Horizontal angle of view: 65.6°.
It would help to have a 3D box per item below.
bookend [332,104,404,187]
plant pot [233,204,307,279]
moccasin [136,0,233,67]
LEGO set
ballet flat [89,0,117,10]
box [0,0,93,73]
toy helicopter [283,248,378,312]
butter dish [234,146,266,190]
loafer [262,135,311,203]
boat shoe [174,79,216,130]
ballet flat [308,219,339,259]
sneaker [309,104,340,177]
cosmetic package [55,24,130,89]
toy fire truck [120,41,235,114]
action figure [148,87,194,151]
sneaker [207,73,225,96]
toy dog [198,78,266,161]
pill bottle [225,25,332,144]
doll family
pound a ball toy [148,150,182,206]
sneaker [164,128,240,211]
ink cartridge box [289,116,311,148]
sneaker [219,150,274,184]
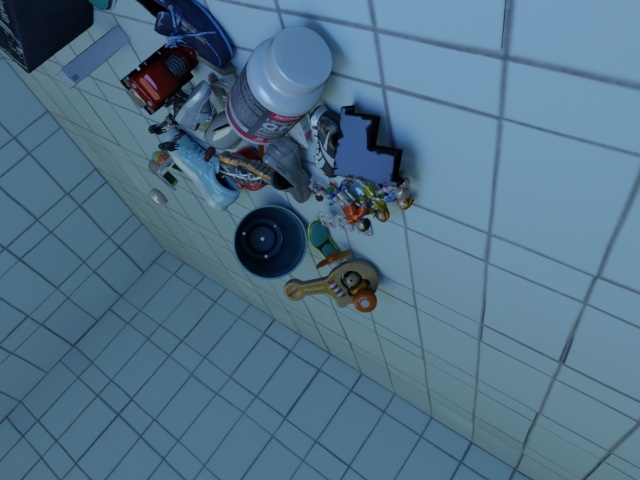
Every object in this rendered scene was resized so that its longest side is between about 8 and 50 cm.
[{"bbox_3d":[0.119,-0.215,1.126,0.156,0.072,0.157,14,111,19],"label":"bookend"},{"bbox_3d":[-0.210,0.002,1.914,0.272,0.271,0.255,44,172,-12],"label":"plant pot"},{"bbox_3d":[-0.376,-0.553,1.241,0.342,0.116,0.138,42,158,-8],"label":"moccasin"},{"bbox_3d":[0.065,-0.116,1.537,0.183,0.060,0.244,13,150,25],"label":"LEGO set"},{"bbox_3d":[-0.550,-0.730,1.162,0.139,0.139,0.400,34,162,14],"label":"ballet flat"},{"bbox_3d":[-0.910,-0.809,1.361,0.472,0.297,0.480,42,158,-14],"label":"box"},{"bbox_3d":[0.032,0.145,1.801,0.355,0.140,0.234,-10,116,13],"label":"toy helicopter"},{"bbox_3d":[-0.244,-0.222,1.688,0.160,0.118,0.160,49,156,-22],"label":"butter dish"},{"bbox_3d":[-0.103,-0.194,1.498,0.112,0.111,0.319,37,168,25],"label":"loafer"},{"bbox_3d":[-0.316,-0.348,1.309,0.081,0.079,0.227,33,159,-21],"label":"boat shoe"},{"bbox_3d":[0.000,0.000,1.811,0.077,0.077,0.231,40,168,47],"label":"ballet flat"},{"bbox_3d":[0.039,-0.232,1.271,0.106,0.078,0.234,31,155,26],"label":"sneaker"},{"bbox_3d":[-0.721,-0.581,1.574,0.099,0.239,0.060,5,141,54],"label":"cosmetic package"},{"bbox_3d":[-0.378,-0.454,1.343,0.246,0.217,0.158,-10,128,44],"label":"toy fire truck"},{"bbox_3d":[-0.449,-0.412,1.628,0.276,0.141,0.164,-29,104,39],"label":"action figure"},{"bbox_3d":[-0.313,-0.453,1.459,0.037,0.032,0.083,23,152,37],"label":"sneaker"},{"bbox_3d":[-0.257,-0.310,1.442,0.220,0.160,0.334,21,168,-21],"label":"toy dog"},{"bbox_3d":[-0.097,-0.346,1.127,0.176,0.176,0.318,44,158,-12],"label":"pill bottle"},{"bbox_3d":[0.154,-0.127,1.289,0.163,0.118,0.263,46,140,-2],"label":"doll family"},{"bbox_3d":[-0.640,-0.273,2.011,0.135,0.208,0.319,48,171,-28],"label":"pound a ball toy"},{"bbox_3d":[-0.432,-0.294,1.891,0.150,0.135,0.366,-30,105,29],"label":"sneaker"},{"bbox_3d":[-0.060,-0.305,1.351,0.063,0.029,0.115,24,155,32],"label":"ink cartridge box"},{"bbox_3d":[-0.226,-0.214,1.590,0.215,0.084,0.083,21,119,4],"label":"sneaker"}]
